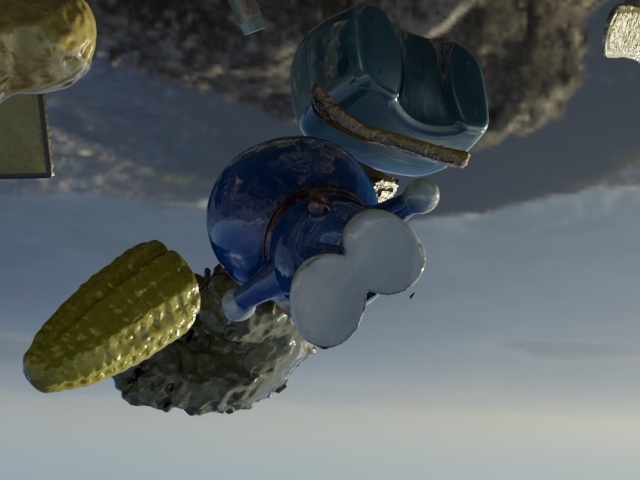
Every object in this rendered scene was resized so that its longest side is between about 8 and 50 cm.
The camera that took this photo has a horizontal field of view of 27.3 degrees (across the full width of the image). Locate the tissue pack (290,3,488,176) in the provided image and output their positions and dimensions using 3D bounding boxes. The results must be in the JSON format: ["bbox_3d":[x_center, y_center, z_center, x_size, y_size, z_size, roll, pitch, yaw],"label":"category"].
[{"bbox_3d":[0.092,-0.212,1.983,0.287,0.198,0.206,15,146,-36],"label":"tissue pack"}]

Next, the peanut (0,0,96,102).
[{"bbox_3d":[-0.386,-0.193,1.453,0.305,0.147,0.147,-34,-174,-21],"label":"peanut"}]

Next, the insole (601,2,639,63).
[{"bbox_3d":[0.394,-0.251,1.606,0.011,0.081,0.248,19,-164,30],"label":"insole"}]

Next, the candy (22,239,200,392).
[{"bbox_3d":[-0.218,0.088,1.337,0.199,0.106,0.094,-36,179,-33],"label":"candy"}]

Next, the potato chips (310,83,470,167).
[{"bbox_3d":[0.074,-0.112,1.399,0.204,0.037,0.026,21,180,-23],"label":"potato chips"}]

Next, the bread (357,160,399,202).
[{"bbox_3d":[0.037,-0.066,1.414,0.083,0.036,0.047,25,-158,29],"label":"bread"}]

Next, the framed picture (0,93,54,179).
[{"bbox_3d":[-0.603,-0.223,2.169,0.338,0.255,0.014,0,-167,17],"label":"framed picture"}]

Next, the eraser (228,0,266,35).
[{"bbox_3d":[-0.107,-0.328,1.831,0.019,0.083,0.038,-21,-172,43],"label":"eraser"}]

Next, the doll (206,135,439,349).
[{"bbox_3d":[0.000,0.000,1.186,0.215,0.161,0.257,-29,-152,-5],"label":"doll"}]

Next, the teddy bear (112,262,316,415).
[{"bbox_3d":[-0.082,0.056,1.749,0.224,0.367,0.357,34,-161,6],"label":"teddy bear"}]
